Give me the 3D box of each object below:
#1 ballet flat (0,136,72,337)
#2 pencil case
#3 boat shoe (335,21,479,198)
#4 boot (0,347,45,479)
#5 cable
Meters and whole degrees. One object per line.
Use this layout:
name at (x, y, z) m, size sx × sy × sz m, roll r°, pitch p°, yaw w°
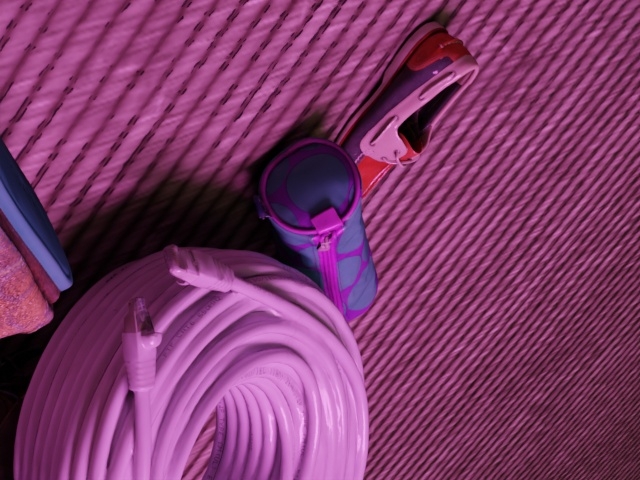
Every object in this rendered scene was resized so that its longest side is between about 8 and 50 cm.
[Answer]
ballet flat at (-0.185, -0.049, 0.628) m, size 0.123 × 0.123 × 0.348 m, roll -36°, pitch 154°, yaw -15°
pencil case at (0.000, 0.000, 1.009) m, size 0.064 × 0.070 × 0.151 m, roll -12°, pitch 153°, yaw 1°
boat shoe at (0.050, -0.072, 1.005) m, size 0.049 × 0.043 × 0.137 m, roll -10°, pitch 141°, yaw -52°
boot at (-0.195, 0.099, 0.914) m, size 0.219 × 0.082 × 0.106 m, roll 27°, pitch 82°, yaw -53°
cable at (-0.070, 0.131, 0.945) m, size 0.257 × 0.089 × 0.257 m, roll 12°, pitch 89°, yaw -56°
